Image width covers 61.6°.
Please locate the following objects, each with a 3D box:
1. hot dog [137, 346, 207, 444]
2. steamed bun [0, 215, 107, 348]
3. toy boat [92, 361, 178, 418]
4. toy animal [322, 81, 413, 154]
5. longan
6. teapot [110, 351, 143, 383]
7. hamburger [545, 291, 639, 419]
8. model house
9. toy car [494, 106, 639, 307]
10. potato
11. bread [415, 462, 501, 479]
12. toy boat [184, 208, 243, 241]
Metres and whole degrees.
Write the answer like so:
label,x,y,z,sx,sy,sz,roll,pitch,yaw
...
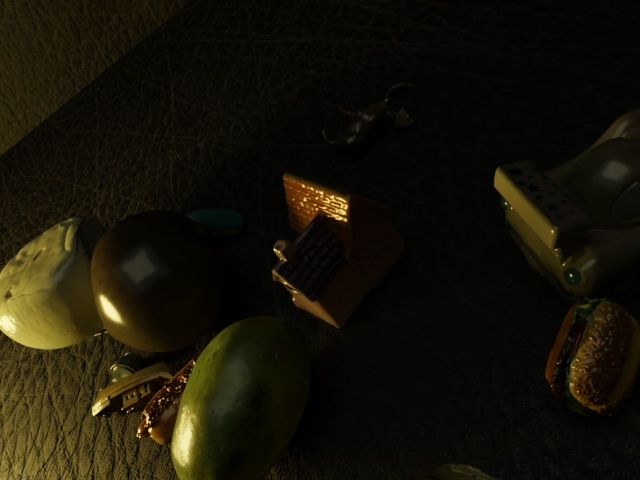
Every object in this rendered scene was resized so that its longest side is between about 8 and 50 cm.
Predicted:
label,x,y,z,sx,sy,sz,roll,pitch,yaw
hot dog,-0.268,0.302,1.067,0.249,0.076,0.102,-46,48,-11
steamed bun,-0.630,0.121,1.335,0.312,0.233,0.333,-28,36,11
toy boat,-0.390,0.323,1.137,0.206,0.064,0.072,-27,59,11
toy animal,0.127,-0.297,1.327,0.186,0.094,0.214,17,72,45
longan,-0.350,0.077,1.163,0.288,0.288,0.350,-35,51,2
teapot,-0.432,0.287,1.200,0.088,0.066,0.057,-39,18,30
hamburger,0.382,0.161,0.739,0.087,0.137,0.165,0,57,59
model house,0.000,0.000,1.038,0.237,0.237,0.202,-48,47,-11
toy car,0.466,-0.078,0.823,0.336,0.226,0.242,-31,44,8
potato,-0.130,0.277,0.914,0.216,0.216,0.304,1,65,32
bread,0.186,0.448,0.691,0.168,0.163,0.264,11,92,36
toy boat,-0.286,-0.021,1.342,0.175,0.110,0.091,3,43,-20
